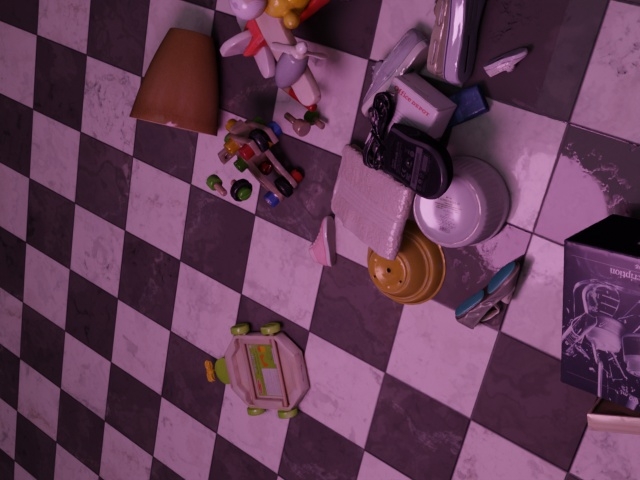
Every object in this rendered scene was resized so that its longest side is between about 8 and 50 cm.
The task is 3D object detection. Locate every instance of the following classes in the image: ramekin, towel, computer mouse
[{"bbox_3d":[0.303,-0.080,1.706,0.207,0.109,0.207,10,108,33],"label":"ramekin"},{"bbox_3d":[0.310,-0.294,1.694,0.119,0.029,0.067,-20,92,39],"label":"towel"},{"bbox_3d":[0.114,-0.098,1.814,0.282,0.049,0.187,43,128,48],"label":"towel"},{"bbox_3d":[0.201,-0.190,1.650,0.272,0.072,0.189,45,137,39],"label":"computer mouse"}]

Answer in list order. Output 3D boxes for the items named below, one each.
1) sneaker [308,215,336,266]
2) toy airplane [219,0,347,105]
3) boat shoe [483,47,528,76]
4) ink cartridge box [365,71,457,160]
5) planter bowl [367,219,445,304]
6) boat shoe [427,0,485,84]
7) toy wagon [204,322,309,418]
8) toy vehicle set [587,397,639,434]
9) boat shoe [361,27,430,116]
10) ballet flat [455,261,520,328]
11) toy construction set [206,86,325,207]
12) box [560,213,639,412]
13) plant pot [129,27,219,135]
[{"bbox_3d":[0.000,0.000,1.983,0.070,0.051,0.135,7,111,29],"label":"sneaker"},{"bbox_3d":[-0.123,-0.542,1.787,0.386,0.272,0.385,24,114,32],"label":"toy airplane"},{"bbox_3d":[0.393,-0.372,1.614,0.100,0.035,0.035,-20,118,34],"label":"boat shoe"},{"bbox_3d":[0.200,-0.258,1.726,0.139,0.082,0.191,45,132,24],"label":"ink cartridge box"},{"bbox_3d":[0.183,0.063,1.843,0.217,0.090,0.217,11,109,33],"label":"planter bowl"},{"bbox_3d":[0.281,-0.483,1.618,0.094,0.109,0.303,21,117,32],"label":"boat shoe"},{"bbox_3d":[-0.190,0.370,2.211,0.344,0.068,0.267,-5,99,38],"label":"toy wagon"},{"bbox_3d":[0.680,0.335,1.507,0.266,0.166,0.035,-4,100,37],"label":"toy vehicle set"},{"bbox_3d":[0.163,-0.384,1.755,0.227,0.079,0.081,-48,64,29],"label":"boat shoe"},{"bbox_3d":[0.392,0.127,1.734,0.068,0.072,0.213,36,126,-9],"label":"ballet flat"},{"bbox_3d":[-0.157,-0.266,1.946,0.237,0.257,0.309,44,103,33],"label":"toy construction set"},{"bbox_3d":[0.639,0.151,1.412,0.343,0.178,0.313,17,121,47],"label":"box"},{"bbox_3d":[-0.367,-0.426,2.047,0.237,0.237,0.255,17,98,32],"label":"plant pot"}]
